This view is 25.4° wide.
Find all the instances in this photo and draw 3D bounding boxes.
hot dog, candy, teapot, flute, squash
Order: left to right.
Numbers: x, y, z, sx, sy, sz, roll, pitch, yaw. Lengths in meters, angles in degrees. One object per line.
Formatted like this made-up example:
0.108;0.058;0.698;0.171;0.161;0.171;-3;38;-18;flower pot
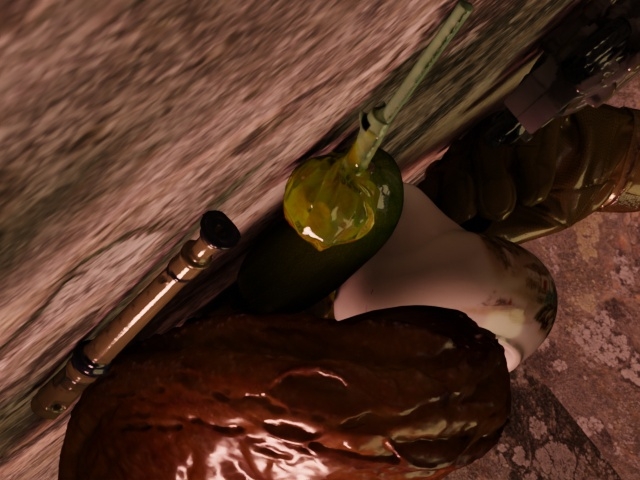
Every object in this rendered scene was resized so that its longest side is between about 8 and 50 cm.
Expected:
-0.117;0.051;0.841;0.027;0.027;0.233;-33;174;-47;flute
-0.033;0.145;1.062;0.267;0.174;0.387;-1;153;-41;hot dog
0.000;0.000;0.987;0.069;0.069;0.258;-36;175;-29;squash
0.036;-0.064;0.801;0.194;0.058;0.062;-54;-174;42;candy
0.119;0.055;1.321;0.204;0.139;0.298;-14;152;20;teapot

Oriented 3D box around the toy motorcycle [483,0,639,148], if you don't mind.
0.225;-0.151;1.205;0.152;0.073;0.225;-38;177;-23;toy motorcycle

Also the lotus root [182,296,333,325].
-0.067;0.086;1.293;0.170;0.074;0.260;-40;177;-14;lotus root

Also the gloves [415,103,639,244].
0.217;-0.071;1.450;0.331;0.141;0.154;-8;159;-34;gloves

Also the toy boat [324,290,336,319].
-0.085;0.138;1.532;0.141;0.099;0.318;17;-139;43;toy boat
